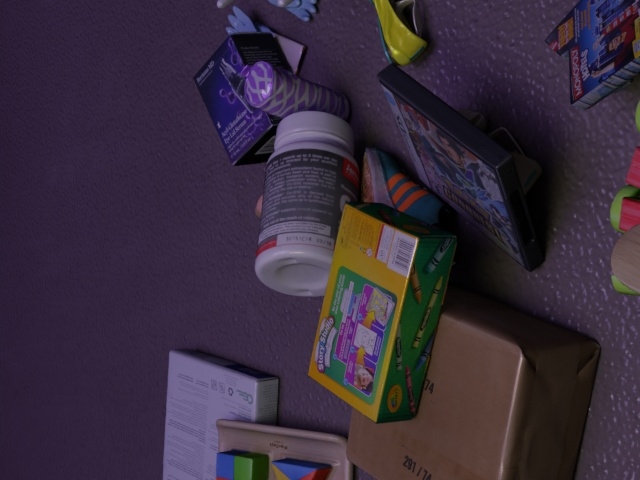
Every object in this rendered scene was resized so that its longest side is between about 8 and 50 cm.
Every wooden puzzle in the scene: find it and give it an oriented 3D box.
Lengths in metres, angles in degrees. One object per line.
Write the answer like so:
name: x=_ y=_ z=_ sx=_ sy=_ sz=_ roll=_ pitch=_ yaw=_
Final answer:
wooden puzzle: x=-0.086 y=0.517 z=1.898 sx=0.322 sy=0.080 sz=0.348 roll=-1 pitch=92 yaw=37

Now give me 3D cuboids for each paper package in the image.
paper package: x=0.210 y=0.243 z=1.514 sx=0.325 sy=0.168 sz=0.309 roll=20 pitch=106 yaw=49

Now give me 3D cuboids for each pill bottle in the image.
pill bottle: x=-0.017 y=-0.064 z=1.712 sx=0.161 sy=0.161 sz=0.283 roll=-31 pitch=46 yaw=47

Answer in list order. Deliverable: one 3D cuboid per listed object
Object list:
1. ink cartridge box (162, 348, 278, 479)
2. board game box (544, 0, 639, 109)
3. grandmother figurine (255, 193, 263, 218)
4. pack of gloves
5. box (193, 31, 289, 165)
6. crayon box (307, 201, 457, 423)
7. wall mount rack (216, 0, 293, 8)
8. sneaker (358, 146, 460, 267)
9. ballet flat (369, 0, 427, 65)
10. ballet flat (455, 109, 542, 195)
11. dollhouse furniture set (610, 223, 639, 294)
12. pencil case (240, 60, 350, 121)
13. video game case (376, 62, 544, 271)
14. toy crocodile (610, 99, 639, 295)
ink cartridge box: x=-0.212 y=0.412 z=2.122 sx=0.324 sy=0.071 sz=0.330 roll=10 pitch=99 yaw=49
board game box: x=0.379 y=-0.267 z=1.349 sx=0.194 sy=0.060 sz=0.194 roll=-39 pitch=37 yaw=51
grandmother figurine: x=0.000 y=0.000 z=1.836 sx=0.342 sy=0.104 sz=0.208 roll=43 pitch=129 yaw=46
pack of gloves: x=-0.089 y=-0.440 z=2.004 sx=0.232 sy=0.046 sz=0.195 roll=37 pitch=120 yaw=33
box: x=-0.132 y=-0.272 z=1.967 sx=0.153 sy=0.108 sz=0.207 roll=-41 pitch=70 yaw=44
crayon box: x=0.084 y=0.100 z=1.474 sx=0.165 sy=0.081 sz=0.278 roll=28 pitch=111 yaw=48
wall mount rack: x=-0.043 y=-0.543 z=1.833 sx=0.350 sy=0.130 sz=0.304 roll=16 pitch=91 yaw=53
sneaker: x=0.139 y=-0.045 z=1.669 sx=0.302 sy=0.121 sz=0.108 roll=-105 pitch=20 yaw=-48
ballet flat: x=0.121 y=-0.395 z=1.712 sx=0.077 sy=0.077 sz=0.231 roll=-30 pitch=64 yaw=25
ballet flat: x=0.240 y=-0.149 z=1.560 sx=0.248 sy=0.086 sz=0.086 roll=46 pitch=124 yaw=39
dollhouse furniture set: x=0.467 y=-0.038 z=1.060 sx=0.256 sy=0.362 sz=0.394 roll=33 pitch=88 yaw=45
pencil case: x=-0.039 y=-0.251 z=1.807 sx=0.086 sy=0.206 sz=0.088 roll=-46 pitch=51 yaw=25
video game case: x=0.203 y=-0.105 z=1.494 sx=0.035 sy=0.248 sz=0.275 roll=-38 pitch=49 yaw=-7
toy crocodile: x=0.432 y=-0.095 z=1.285 sx=0.115 sy=0.105 sz=0.340 roll=25 pitch=108 yaw=49
